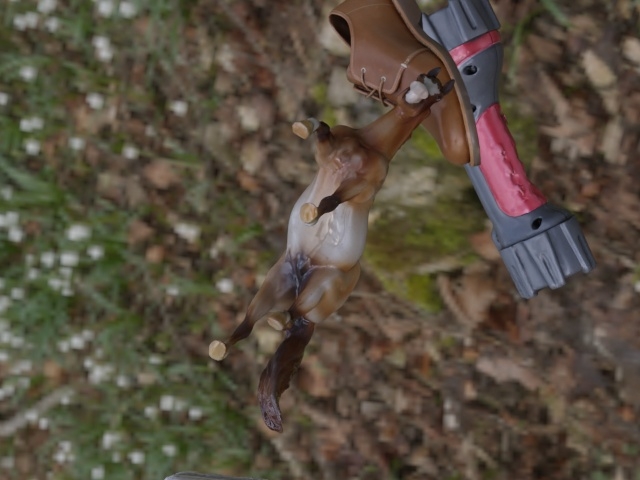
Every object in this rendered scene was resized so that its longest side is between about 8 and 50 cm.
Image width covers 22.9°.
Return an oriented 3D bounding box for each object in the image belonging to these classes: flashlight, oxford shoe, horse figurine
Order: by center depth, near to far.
[{"bbox_3d":[0.000,0.000,1.126,0.066,0.174,0.263,25,110,16],"label":"horse figurine"},{"bbox_3d":[0.065,-0.122,1.233,0.212,0.076,0.076,-119,14,-44],"label":"oxford shoe"},{"bbox_3d":[0.183,-0.097,1.587,0.103,0.103,0.304,-27,90,3],"label":"flashlight"}]

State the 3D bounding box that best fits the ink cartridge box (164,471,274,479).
[{"bbox_3d":[-0.014,0.256,1.129,0.218,0.158,0.092,36,110,55],"label":"ink cartridge box"}]
